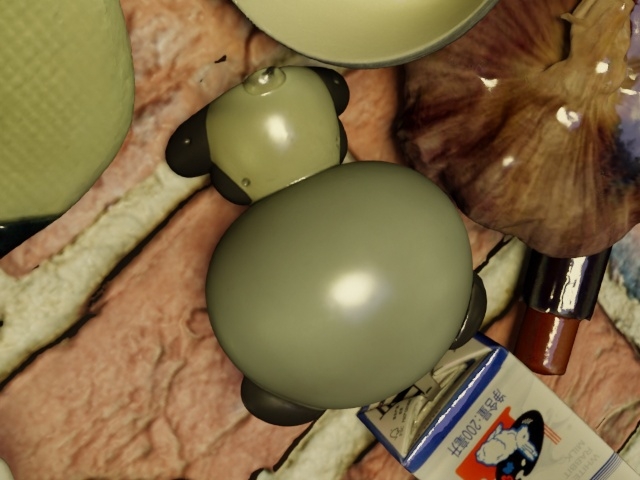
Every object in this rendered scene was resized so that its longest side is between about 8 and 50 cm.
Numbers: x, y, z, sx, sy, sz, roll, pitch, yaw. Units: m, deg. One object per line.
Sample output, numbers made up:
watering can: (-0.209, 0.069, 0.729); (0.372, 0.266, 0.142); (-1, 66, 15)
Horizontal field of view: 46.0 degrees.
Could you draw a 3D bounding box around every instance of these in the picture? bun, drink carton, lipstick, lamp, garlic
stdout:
bun: (-0.259, -0.107, 0.427); (0.283, 0.179, 0.283); (-30, 141, -28)
drink carton: (0.191, 0.212, 0.683); (0.315, 0.106, 0.130); (42, 87, -22)
lipstick: (0.232, -0.027, 0.664); (0.081, 0.081, 0.300); (12, 94, -21)
lamp: (0.000, 0.000, 0.546); (0.197, 0.198, 0.244); (-25, 85, -14)
garlic: (0.172, -0.107, 0.555); (0.245, 0.160, 0.245); (1, 95, 8)

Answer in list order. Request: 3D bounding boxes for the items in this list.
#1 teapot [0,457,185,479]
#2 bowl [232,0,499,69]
teapot: (-0.135, 0.299, 0.527); (0.252, 0.280, 0.424); (-11, 130, 24)
bowl: (0.040, -0.244, 0.496); (0.237, 0.126, 0.238); (10, 118, 19)
